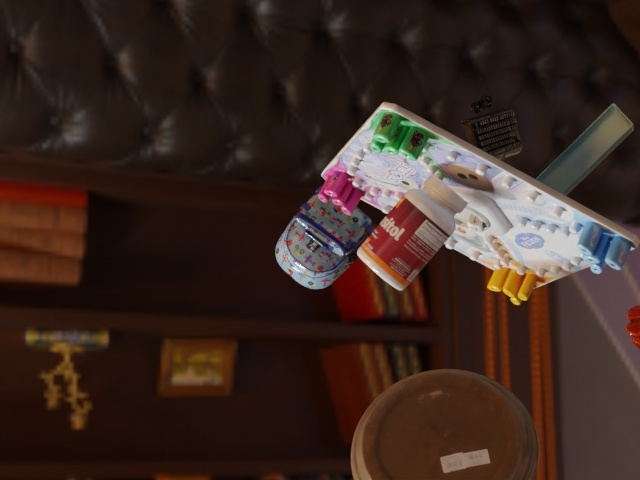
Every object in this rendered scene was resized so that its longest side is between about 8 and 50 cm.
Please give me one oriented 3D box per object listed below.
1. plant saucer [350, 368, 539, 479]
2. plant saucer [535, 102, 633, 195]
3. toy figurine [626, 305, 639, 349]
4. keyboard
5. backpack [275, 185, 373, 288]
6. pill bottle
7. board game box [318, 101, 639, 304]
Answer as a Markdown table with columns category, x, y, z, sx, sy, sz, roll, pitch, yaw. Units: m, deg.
| category | x | y | z | sx | sy | sz | roll | pitch | yaw |
| --- | --- | --- | --- | --- | --- | --- | --- | --- | --- |
| plant saucer | 0.178 | 0.299 | 1.779 | 0.278 | 0.278 | 0.041 | -3 | 141 | 11 |
| plant saucer | 0.405 | -0.126 | 1.895 | 0.018 | 0.067 | 0.192 | 32 | 110 | -36 |
| toy figurine | 0.590 | 0.141 | 1.815 | 0.148 | 0.209 | 0.213 | 40 | -174 | -43 |
| keyboard | 0.273 | -0.181 | 1.935 | 0.023 | 0.108 | 0.180 | -22 | 180 | 31 |
| backpack | 0.000 | 0.000 | 2.397 | 0.158 | 0.173 | 0.117 | 42 | 164 | 10 |
| pill bottle | 0.128 | -0.013 | 1.663 | 0.086 | 0.152 | 0.086 | 40 | -175 | -4 |
| board game box | 0.204 | -0.035 | 1.759 | 0.390 | 0.050 | 0.390 | 28 | 165 | -6 |
